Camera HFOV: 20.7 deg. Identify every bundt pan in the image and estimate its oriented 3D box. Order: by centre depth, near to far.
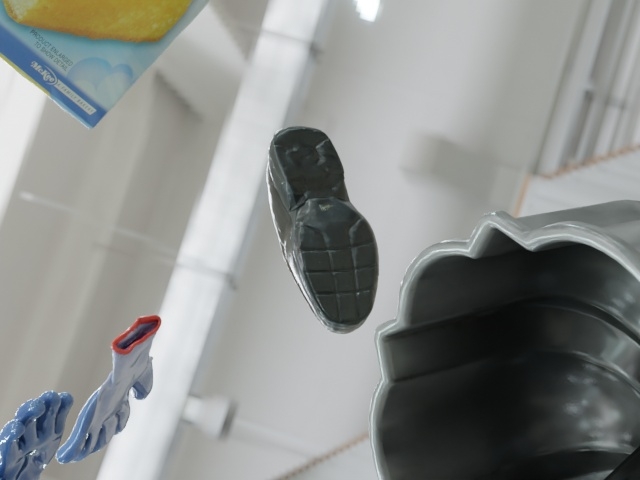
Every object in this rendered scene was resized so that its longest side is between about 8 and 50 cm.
[{"bbox_3d":[0.169,0.129,0.802,0.124,0.331,0.331,-19,-46,-30],"label":"bundt pan"}]

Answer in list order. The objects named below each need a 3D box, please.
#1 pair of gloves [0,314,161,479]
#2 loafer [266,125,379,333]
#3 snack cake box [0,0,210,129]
[{"bbox_3d":[-0.191,0.140,1.315,0.198,0.023,0.159,-36,-22,-41],"label":"pair of gloves"},{"bbox_3d":[0.000,0.000,1.236,0.061,0.062,0.170,108,156,-50],"label":"loafer"},{"bbox_3d":[-0.157,-0.194,0.806,0.152,0.089,0.264,-47,-55,5],"label":"snack cake box"}]
